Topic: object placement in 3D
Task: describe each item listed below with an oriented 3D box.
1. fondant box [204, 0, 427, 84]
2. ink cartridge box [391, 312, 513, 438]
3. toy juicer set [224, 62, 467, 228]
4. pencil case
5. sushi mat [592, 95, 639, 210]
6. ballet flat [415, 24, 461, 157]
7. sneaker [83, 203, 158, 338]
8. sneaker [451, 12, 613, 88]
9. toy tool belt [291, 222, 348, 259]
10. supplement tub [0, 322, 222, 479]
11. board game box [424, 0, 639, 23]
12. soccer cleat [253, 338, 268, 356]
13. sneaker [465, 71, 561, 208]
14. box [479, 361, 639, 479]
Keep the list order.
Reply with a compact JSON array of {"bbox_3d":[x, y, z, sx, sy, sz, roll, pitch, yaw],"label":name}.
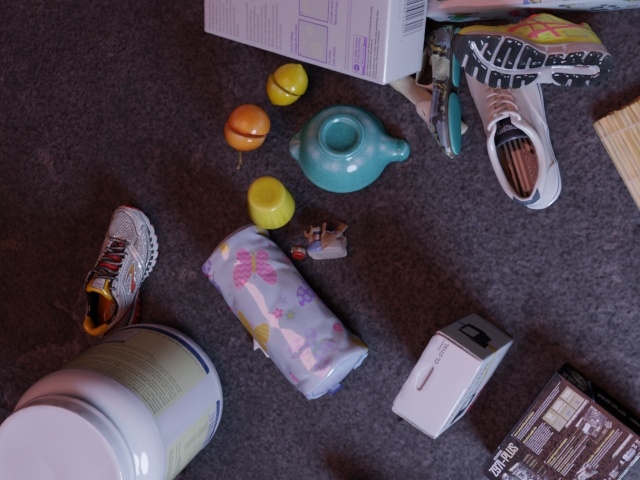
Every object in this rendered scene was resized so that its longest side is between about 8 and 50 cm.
[{"bbox_3d":[-0.012,-0.370,1.333,0.330,0.096,0.238,22,124,32],"label":"fondant box"},{"bbox_3d":[0.179,0.178,1.322,0.072,0.175,0.127,34,107,18],"label":"ink cartridge box"},{"bbox_3d":[0.018,-0.168,1.421,0.329,0.089,0.209,-24,74,-2],"label":"toy juicer set"},{"bbox_3d":[-0.051,0.100,1.448,0.124,0.113,0.273,-37,76,-23],"label":"pencil case"},{"bbox_3d":[0.487,-0.052,1.256,0.151,0.019,0.316,-29,83,21],"label":"sushi mat"},{"bbox_3d":[0.162,-0.202,1.352,0.070,0.070,0.188,-2,75,24],"label":"ballet flat"},{"bbox_3d":[-0.323,0.054,1.576,0.088,0.092,0.225,13,99,22],"label":"sneaker"},{"bbox_3d":[0.267,-0.252,1.274,0.208,0.081,0.094,5,52,-11],"label":"sneaker"},{"bbox_3d":[0.000,0.000,1.462,0.083,0.052,0.051,-5,61,21],"label":"toy tool belt"},{"bbox_3d":[-0.303,0.273,1.441,0.235,0.325,0.235,4,103,16],"label":"supplement tub"},{"bbox_3d":[0.288,-0.408,1.274,0.303,0.097,0.224,0,95,23],"label":"board game box"},{"bbox_3d":[-0.068,0.166,1.511,0.083,0.029,0.036,20,110,24],"label":"soccer cleat"},{"bbox_3d":[0.254,-0.167,1.308,0.094,0.091,0.258,-24,83,23],"label":"sneaker"},{"bbox_3d":[0.328,0.282,1.319,0.147,0.077,0.180,38,107,16],"label":"box"}]
